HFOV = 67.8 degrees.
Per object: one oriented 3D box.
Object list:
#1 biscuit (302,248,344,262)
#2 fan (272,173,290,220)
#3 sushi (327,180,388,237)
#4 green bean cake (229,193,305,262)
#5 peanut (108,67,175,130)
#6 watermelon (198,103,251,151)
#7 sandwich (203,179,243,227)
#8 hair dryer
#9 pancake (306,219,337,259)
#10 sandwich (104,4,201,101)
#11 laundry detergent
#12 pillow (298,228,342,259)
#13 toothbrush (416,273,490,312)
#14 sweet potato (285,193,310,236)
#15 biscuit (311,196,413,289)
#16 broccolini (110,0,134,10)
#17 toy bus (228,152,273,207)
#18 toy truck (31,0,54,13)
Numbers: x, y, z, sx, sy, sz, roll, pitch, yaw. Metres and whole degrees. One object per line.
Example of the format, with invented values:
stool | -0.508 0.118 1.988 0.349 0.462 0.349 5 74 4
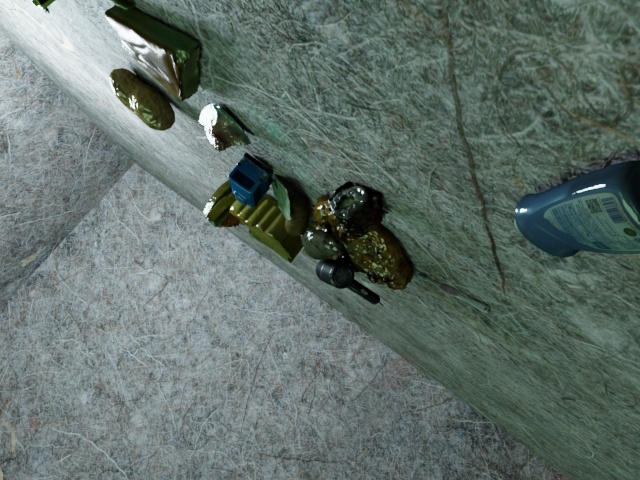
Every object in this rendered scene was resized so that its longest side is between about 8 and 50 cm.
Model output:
biscuit | 0.014 0.047 1.625 0.219 0.061 0.055 16 111 58
fan | -0.109 -0.119 1.311 0.240 0.009 0.131 -155 46 -74
sushi | 0.075 -0.065 0.965 0.094 0.098 0.084 53 179 46
green bean cake | -0.171 -0.056 1.628 0.233 0.124 0.236 32 167 23
peanut | -0.515 -0.411 1.376 0.226 0.095 0.108 42 153 0
watermelon | -0.248 -0.281 1.140 0.155 0.080 0.101 49 169 43
sandwich | -0.323 -0.113 1.731 0.109 0.185 0.160 39 168 35
hair dryer | 0.095 0.127 1.309 0.219 0.071 0.124 35 173 -21
pancake | 0.000 0.000 1.506 0.158 0.028 0.158 43 158 23
sandwich | -0.346 -0.400 0.969 0.212 0.063 0.245 41 167 -10
laundry detergent | 0.282 -0.025 0.519 0.097 0.061 0.206 37 169 -8
pillow | -0.009 0.007 1.201 0.093 0.051 0.241 39 168 -8
toothbrush | 0.309 0.121 1.122 0.204 0.017 0.022 28 -176 42
sweet potato | -0.064 -0.073 1.371 0.075 0.075 0.273 37 164 5
biscuit | 0.098 0.018 1.217 0.289 0.081 0.334 24 160 47
broccolini | -0.457 -0.514 0.916 0.216 0.067 0.058 32 174 -15
toy bus | -0.198 -0.163 1.338 0.090 0.106 0.184 35 169 1
toy truck | -0.718 -0.626 1.185 0.169 0.077 0.100 29 163 31
